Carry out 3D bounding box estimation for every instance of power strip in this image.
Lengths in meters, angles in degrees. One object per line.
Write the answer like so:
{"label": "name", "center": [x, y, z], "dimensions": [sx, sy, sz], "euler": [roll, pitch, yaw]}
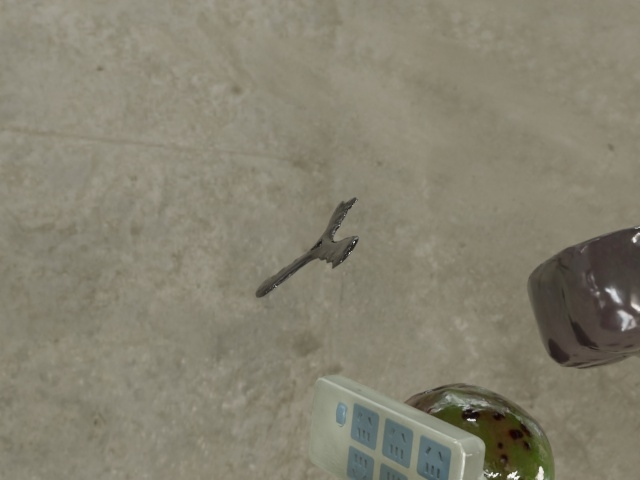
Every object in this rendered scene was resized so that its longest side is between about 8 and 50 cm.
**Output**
{"label": "power strip", "center": [0.057, 0.172, 0.669], "dimensions": [0.035, 0.082, 0.192], "euler": [-4, 12, -40]}

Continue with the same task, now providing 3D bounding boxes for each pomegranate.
{"label": "pomegranate", "center": [0.204, 0.337, 1.076], "dimensions": [0.242, 0.242, 0.306], "euler": [-12, 58, -20]}

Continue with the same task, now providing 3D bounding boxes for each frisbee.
{"label": "frisbee", "center": [0.000, 0.000, 1.130], "dimensions": [0.012, 0.211, 0.187], "euler": [47, 43, -16]}

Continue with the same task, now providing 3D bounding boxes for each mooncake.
{"label": "mooncake", "center": [0.376, 0.073, 0.994], "dimensions": [0.244, 0.245, 0.134], "euler": [-5, 71, -15]}
